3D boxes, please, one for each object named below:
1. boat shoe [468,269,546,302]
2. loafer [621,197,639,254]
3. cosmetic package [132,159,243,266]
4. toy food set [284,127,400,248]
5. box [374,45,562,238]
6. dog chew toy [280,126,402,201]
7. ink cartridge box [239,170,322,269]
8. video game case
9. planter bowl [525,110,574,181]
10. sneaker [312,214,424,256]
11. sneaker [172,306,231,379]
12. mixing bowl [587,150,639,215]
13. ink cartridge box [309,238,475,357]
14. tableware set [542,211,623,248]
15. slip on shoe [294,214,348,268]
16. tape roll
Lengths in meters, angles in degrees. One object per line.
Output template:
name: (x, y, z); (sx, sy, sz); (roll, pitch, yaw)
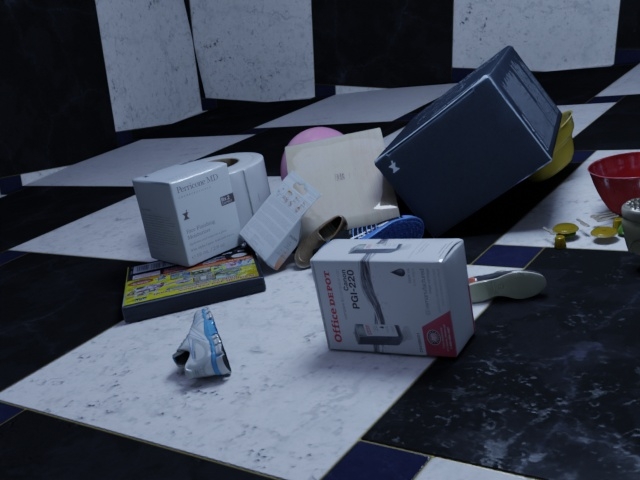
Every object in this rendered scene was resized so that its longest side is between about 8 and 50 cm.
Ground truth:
boat shoe: (0.299, 0.071, 1.319); (0.137, 0.049, 0.043); (-11, 16, 15)
loafer: (0.613, 0.002, 1.282); (0.268, 0.092, 0.102); (17, 31, 24)
cosmetic package: (-0.281, -0.062, 1.711); (0.151, 0.183, 0.151); (-26, 24, -38)
toy food set: (0.046, -0.108, 1.748); (0.220, 0.092, 0.306); (-10, 52, 2)
box: (0.332, -0.224, 1.736); (0.293, 0.212, 0.395); (-36, 6, 28)
dog chew toy: (0.078, -0.165, 1.921); (0.332, 0.206, 0.206); (5, 23, 19)
ink cartridge box: (-0.076, -0.044, 1.666); (0.179, 0.045, 0.145); (-48, 38, 0)
video game case: (-0.260, 0.077, 1.636); (0.275, 0.035, 0.248); (-12, 18, -7)
planter bowl: (0.518, -0.200, 1.868); (0.217, 0.090, 0.217); (-39, 5, 4)
sneaker: (0.093, -0.001, 1.590); (0.232, 0.081, 0.090); (-22, 28, -26)
sneaker: (-0.200, 0.166, 1.292); (0.083, 0.071, 0.190); (-20, 19, -8)
mixing bowl: (0.619, -0.104, 1.567); (0.181, 0.098, 0.181); (-10, 18, 3)
ink cartridge box: (0.107, 0.083, 1.211); (0.218, 0.158, 0.092); (0, 22, 31)
tableware set: (0.502, -0.015, 1.497); (0.154, 0.024, 0.104); (-13, 22, -9)
slip on shoe: (0.000, 0.000, 1.615); (0.135, 0.051, 0.041); (-40, -13, -4)
tape roll: (-0.241, -0.101, 1.942); (0.246, 0.169, 0.246); (-10, 18, 3)
